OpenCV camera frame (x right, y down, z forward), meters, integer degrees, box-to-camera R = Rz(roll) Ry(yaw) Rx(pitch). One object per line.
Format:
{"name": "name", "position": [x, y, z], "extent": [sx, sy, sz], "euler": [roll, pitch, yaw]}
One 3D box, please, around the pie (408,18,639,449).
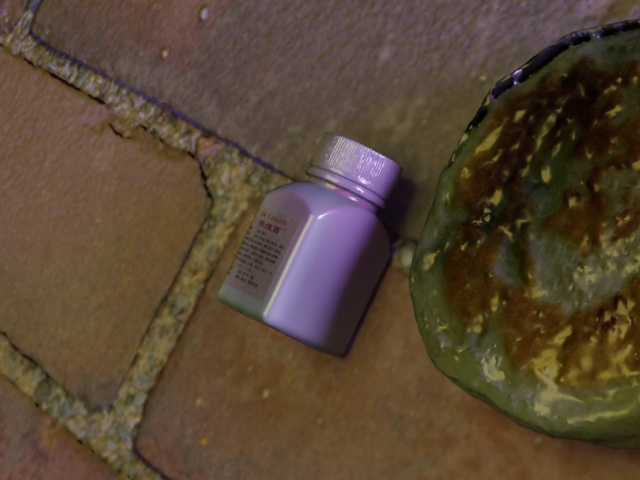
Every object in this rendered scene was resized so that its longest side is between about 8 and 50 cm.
{"name": "pie", "position": [0.144, -0.005, 0.886], "extent": [0.240, 0.054, 0.240], "euler": [-20, 56, 33]}

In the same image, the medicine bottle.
{"name": "medicine bottle", "position": [0.000, 0.000, 0.999], "extent": [0.055, 0.074, 0.118], "euler": [24, 88, 47]}
